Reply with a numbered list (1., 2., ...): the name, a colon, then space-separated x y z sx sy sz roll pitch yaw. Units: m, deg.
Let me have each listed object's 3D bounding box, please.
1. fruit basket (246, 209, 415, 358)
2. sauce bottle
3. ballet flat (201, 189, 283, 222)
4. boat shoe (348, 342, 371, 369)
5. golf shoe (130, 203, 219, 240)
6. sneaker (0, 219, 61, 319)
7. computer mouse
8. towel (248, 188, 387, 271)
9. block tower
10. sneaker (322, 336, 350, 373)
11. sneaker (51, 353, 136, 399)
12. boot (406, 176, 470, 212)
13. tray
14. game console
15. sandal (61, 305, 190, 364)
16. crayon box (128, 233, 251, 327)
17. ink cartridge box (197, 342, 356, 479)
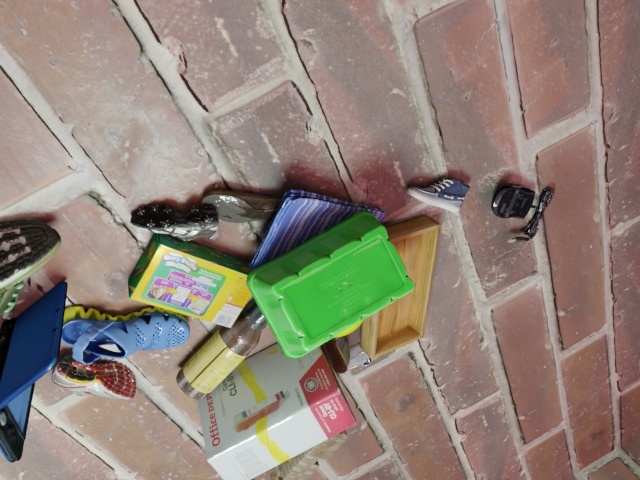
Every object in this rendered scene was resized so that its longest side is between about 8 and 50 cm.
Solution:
1. fruit basket: 0.029 0.123 1.294 0.392 0.392 0.282 -28 94 -3
2. sauce bottle: -0.243 0.285 1.398 0.344 0.111 0.111 -44 125 9
3. ballet flat: -0.161 -0.085 1.245 0.250 0.058 0.084 5 134 -18
4. boat shoe: 0.142 0.364 1.625 0.184 0.063 0.066 -27 126 -4
5. golf shoe: -0.336 -0.031 1.190 0.198 0.077 0.094 3 142 -5
6. sneaker: -0.724 0.107 1.119 0.410 0.158 0.182 -34 157 -1
7. computer mouse: 0.572 -0.080 1.527 0.262 0.060 0.184 -2 117 -33
8. towel: 0.000 0.000 1.313 0.336 0.040 0.243 8 121 -40
9. block tower: -0.046 0.729 1.758 0.091 0.097 0.335 31 104 -34
10. sneaker: 0.043 0.297 1.547 0.064 0.086 0.192 -16 98 17
11. sneaker: -0.587 0.364 1.343 0.093 0.088 0.225 -36 129 28
12. boot: 0.320 -0.138 1.393 0.190 0.069 0.086 12 108 -36
13. tray: 0.224 0.139 1.494 0.203 0.076 0.410 -16 124 -26
14. game console: -0.621 0.281 1.137 0.173 0.293 0.250 -12 124 -14
15. sandal: -0.481 0.244 1.267 0.317 0.138 0.126 1 117 -24
16. crayon box: -0.309 0.099 1.277 0.278 0.081 0.165 24 109 -31
17. ink cartridge box: -0.135 0.458 1.442 0.385 0.279 0.160 -27 125 -4
